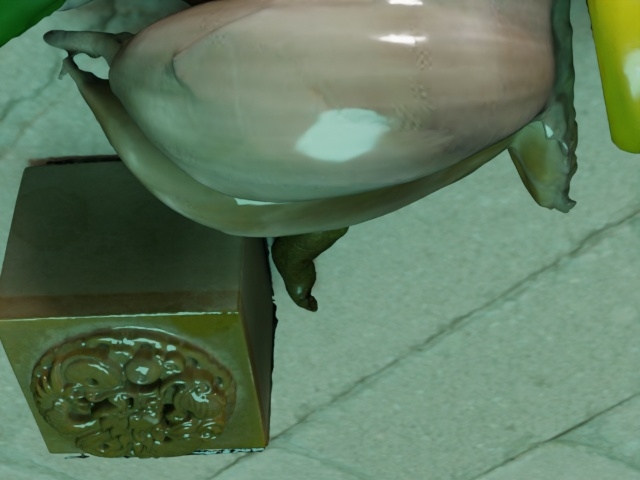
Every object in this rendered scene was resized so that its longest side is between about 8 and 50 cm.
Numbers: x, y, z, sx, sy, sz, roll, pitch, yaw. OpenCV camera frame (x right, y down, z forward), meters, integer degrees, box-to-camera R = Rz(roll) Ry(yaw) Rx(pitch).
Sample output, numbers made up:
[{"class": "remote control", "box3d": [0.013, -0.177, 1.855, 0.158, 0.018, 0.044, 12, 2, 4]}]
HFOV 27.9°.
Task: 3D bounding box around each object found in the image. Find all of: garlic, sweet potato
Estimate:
[{"class": "garlic", "box3d": [0.004, -0.106, 0.623, 0.292, 0.210, 0.237, 4, 175, -10]}, {"class": "sweet potato", "box3d": [-0.006, -0.002, 0.806, 0.041, 0.038, 0.153, 27, 142, 5]}]

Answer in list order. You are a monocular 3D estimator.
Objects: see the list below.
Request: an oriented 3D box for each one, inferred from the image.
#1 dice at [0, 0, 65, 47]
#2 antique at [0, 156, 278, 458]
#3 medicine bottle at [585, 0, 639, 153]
[{"class": "dice", "box3d": [-0.186, -0.214, 0.345, 0.287, 0.297, 0.300, -22, 136, 21]}, {"class": "antique", "box3d": [-0.106, 0.049, 0.786, 0.146, 0.148, 0.152, -4, 138, 3]}, {"class": "medicine bottle", "box3d": [0.231, -0.116, 0.591, 0.212, 0.122, 0.122, -10, 140, 13]}]
